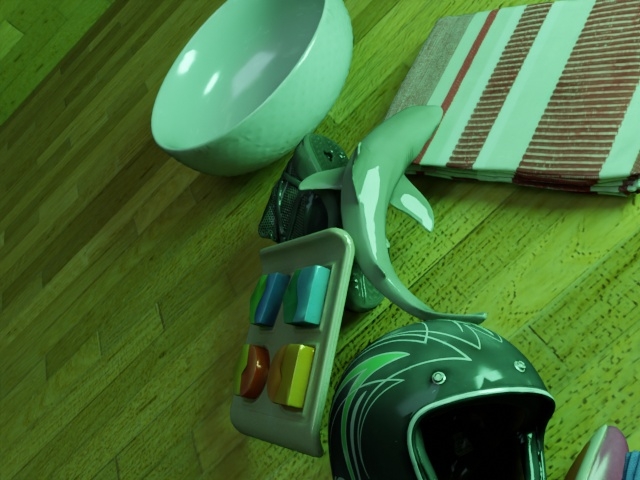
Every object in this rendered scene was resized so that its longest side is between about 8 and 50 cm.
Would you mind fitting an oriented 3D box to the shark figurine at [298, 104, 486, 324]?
[{"bbox_3d":[0.058,-0.032,0.597,0.166,0.116,0.278,-8,58,4],"label":"shark figurine"}]

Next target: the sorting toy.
[{"bbox_3d":[-0.041,0.099,0.640,0.193,0.038,0.208,-15,64,59],"label":"sorting toy"}]

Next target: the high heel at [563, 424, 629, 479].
[{"bbox_3d":[0.188,0.241,0.385,0.117,0.082,0.244,20,57,17],"label":"high heel"}]

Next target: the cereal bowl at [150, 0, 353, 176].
[{"bbox_3d":[-0.085,-0.229,0.931,0.339,0.141,0.339,-25,45,28],"label":"cereal bowl"}]

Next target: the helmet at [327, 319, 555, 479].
[{"bbox_3d":[0.086,0.140,0.470,0.169,0.169,0.162,-4,75,41],"label":"helmet"}]

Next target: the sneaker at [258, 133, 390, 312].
[{"bbox_3d":[0.000,0.000,0.727,0.130,0.087,0.227,-48,51,38],"label":"sneaker"}]

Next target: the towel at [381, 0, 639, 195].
[{"bbox_3d":[0.219,-0.163,0.680,0.329,0.037,0.237,13,69,47],"label":"towel"}]

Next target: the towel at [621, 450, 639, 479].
[{"bbox_3d":[0.274,0.254,0.257,0.336,0.040,0.243,13,65,33],"label":"towel"}]
